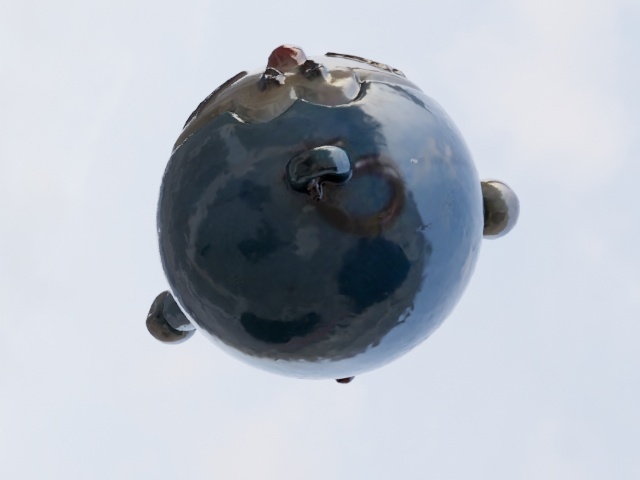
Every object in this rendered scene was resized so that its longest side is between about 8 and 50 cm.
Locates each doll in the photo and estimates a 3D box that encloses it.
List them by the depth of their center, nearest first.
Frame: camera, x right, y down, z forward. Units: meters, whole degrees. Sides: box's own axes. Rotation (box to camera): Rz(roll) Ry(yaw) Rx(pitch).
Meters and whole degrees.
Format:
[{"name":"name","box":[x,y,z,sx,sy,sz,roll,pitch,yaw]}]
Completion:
[{"name":"doll","box":[0.000,0.000,0.467,0.152,0.114,0.085,81,-5,-75]}]
